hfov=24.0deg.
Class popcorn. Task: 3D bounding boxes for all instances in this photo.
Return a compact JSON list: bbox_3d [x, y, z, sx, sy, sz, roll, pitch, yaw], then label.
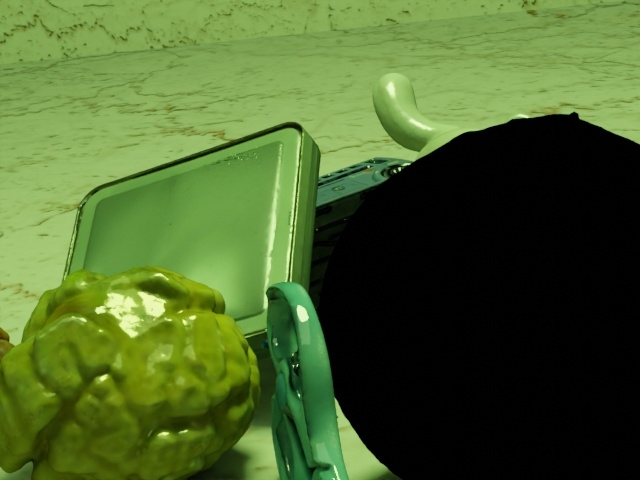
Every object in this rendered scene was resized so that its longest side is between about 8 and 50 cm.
[{"bbox_3d":[-0.165,0.123,1.238,0.226,0.200,0.203,-49,6,-20],"label":"popcorn"}]

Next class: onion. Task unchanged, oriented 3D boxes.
[{"bbox_3d":[0.176,0.058,1.112,0.337,0.281,0.260,-11,16,-15],"label":"onion"}]

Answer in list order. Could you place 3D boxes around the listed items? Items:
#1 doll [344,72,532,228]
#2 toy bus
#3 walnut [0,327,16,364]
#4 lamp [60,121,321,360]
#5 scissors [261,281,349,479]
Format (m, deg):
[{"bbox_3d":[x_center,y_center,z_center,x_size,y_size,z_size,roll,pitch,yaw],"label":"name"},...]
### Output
[{"bbox_3d":[0.100,-0.021,1.387,0.160,0.242,0.311,4,42,-51],"label":"doll"},{"bbox_3d":[0.000,0.000,1.586,0.292,0.125,0.133,-22,27,-40],"label":"toy bus"},{"bbox_3d":[-0.357,0.116,1.384,0.207,0.115,0.116,2,20,22],"label":"walnut"},{"bbox_3d":[-0.131,0.020,1.430,0.266,0.047,0.269,-15,44,21],"label":"lamp"},{"bbox_3d":[0.008,0.177,1.056,0.032,0.180,0.393,-6,31,-11],"label":"scissors"}]
